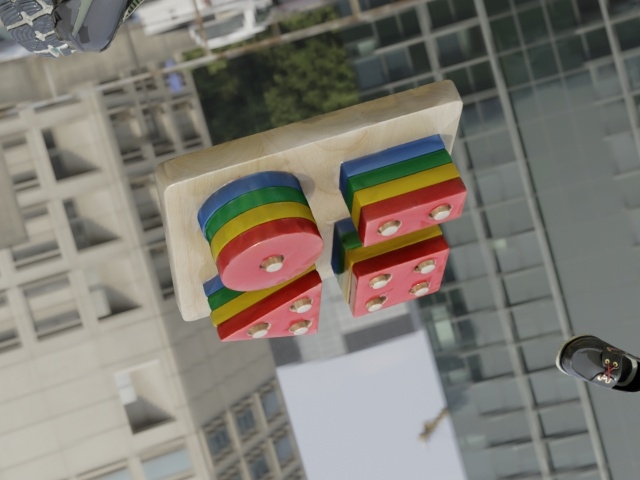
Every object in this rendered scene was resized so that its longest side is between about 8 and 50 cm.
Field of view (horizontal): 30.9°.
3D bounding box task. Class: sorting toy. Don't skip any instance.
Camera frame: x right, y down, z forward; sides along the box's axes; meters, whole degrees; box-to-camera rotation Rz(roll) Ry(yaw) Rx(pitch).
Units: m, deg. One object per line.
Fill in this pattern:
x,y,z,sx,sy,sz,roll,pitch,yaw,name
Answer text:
0.000,0.000,1.012,0.255,0.089,0.257,-17,154,-11,sorting toy

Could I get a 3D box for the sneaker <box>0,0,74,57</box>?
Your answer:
-0.361,-0.341,1.440,0.107,0.110,0.275,-14,141,5,sneaker

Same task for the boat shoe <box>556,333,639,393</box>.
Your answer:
0.303,0.132,1.233,0.133,0.049,0.042,18,-173,-38,boat shoe

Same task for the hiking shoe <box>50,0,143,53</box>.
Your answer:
-0.036,-0.167,0.548,0.227,0.114,0.086,-50,-154,13,hiking shoe
